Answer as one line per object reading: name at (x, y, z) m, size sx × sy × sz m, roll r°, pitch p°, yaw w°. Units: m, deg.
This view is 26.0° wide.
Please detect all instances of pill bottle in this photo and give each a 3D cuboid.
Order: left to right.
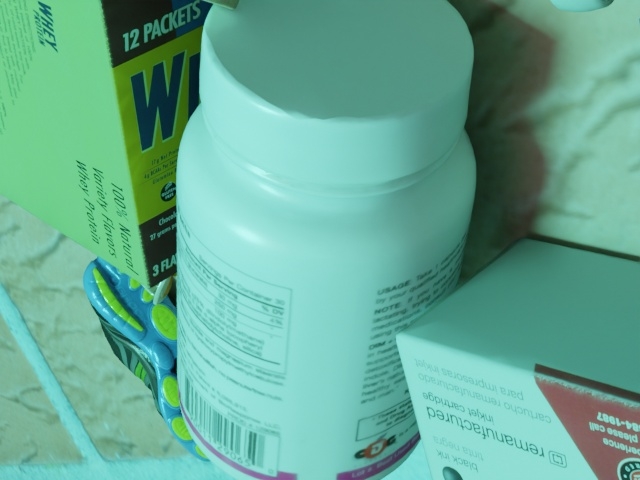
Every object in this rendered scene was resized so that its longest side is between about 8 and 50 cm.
pill bottle at (0.000, 0.000, 0.771) m, size 0.160 × 0.160 × 0.283 m, roll 37°, pitch 142°, yaw 27°

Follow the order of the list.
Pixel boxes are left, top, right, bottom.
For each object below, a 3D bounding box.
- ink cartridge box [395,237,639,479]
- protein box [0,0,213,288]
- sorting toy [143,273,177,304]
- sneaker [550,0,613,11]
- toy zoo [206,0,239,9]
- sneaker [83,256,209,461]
ink cartridge box at (0.171, 0.156, 0.726) m, size 0.197 × 0.114 × 0.273 m, roll 14°, pitch 129°, yaw 46°
protein box at (-0.131, -0.117, 0.862) m, size 0.201 × 0.136 × 0.200 m, roll 29°, pitch 137°, yaw 37°
sorting toy at (-0.128, -0.009, 1.042) m, size 0.083 × 0.045 × 0.075 m, roll 44°, pitch 138°, yaw 19°
sneaker at (0.133, -0.192, 0.491) m, size 0.123 × 0.106 × 0.290 m, roll 8°, pitch 144°, yaw 13°
toy zoo at (-0.121, -0.255, 0.732) m, size 0.293 × 0.030 × 0.192 m, roll 27°, pitch 102°, yaw 37°
sneaker at (-0.125, 0.090, 1.113) m, size 0.188 × 0.067 × 0.078 m, roll 56°, pitch 168°, yaw -2°
